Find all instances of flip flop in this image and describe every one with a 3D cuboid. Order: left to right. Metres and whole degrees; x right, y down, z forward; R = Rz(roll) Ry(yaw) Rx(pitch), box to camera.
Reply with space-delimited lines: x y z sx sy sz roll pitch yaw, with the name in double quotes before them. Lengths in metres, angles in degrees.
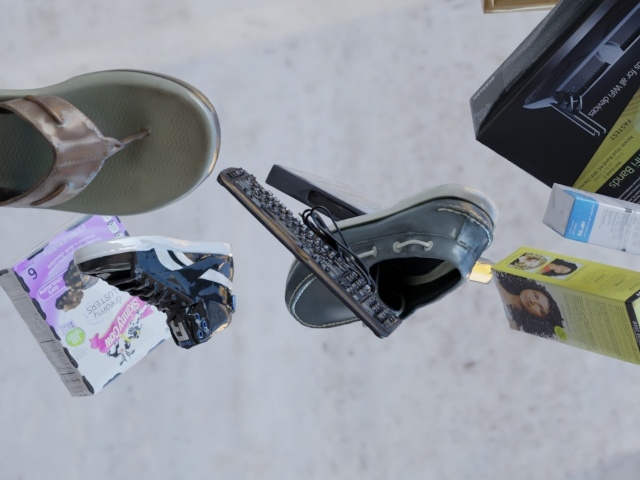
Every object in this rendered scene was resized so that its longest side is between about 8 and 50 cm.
"flip flop" -0.210 -0.068 1.356 0.080 0.277 0.112 -88 -177 -70

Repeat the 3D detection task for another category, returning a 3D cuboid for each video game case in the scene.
"video game case" 0.086 -0.020 2.506 0.248 0.275 0.035 29 -84 22

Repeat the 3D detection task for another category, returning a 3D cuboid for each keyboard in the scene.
"keyboard" 0.000 0.000 1.565 0.192 0.038 0.100 45 9 3

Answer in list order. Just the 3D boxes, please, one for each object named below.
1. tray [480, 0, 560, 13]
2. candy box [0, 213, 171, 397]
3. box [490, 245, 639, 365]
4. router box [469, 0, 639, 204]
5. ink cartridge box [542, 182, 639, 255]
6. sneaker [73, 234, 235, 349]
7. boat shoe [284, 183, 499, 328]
"tray" 0.303 -0.447 2.278 0.411 0.203 0.076 89 -4 -53
"candy box" -0.294 0.076 2.425 0.070 0.165 0.196 -13 -69 58
"box" 0.288 0.070 2.062 0.232 0.058 0.087 12 -51 54
"router box" 0.336 -0.162 1.850 0.309 0.243 0.081 -47 -156 27
"ink cartridge box" 0.189 -0.010 1.199 0.048 0.083 0.028 -128 -128 -74
"sneaker" -0.172 0.060 2.090 0.079 0.217 0.121 -18 -103 44
"boat shoe" 0.060 0.039 2.046 0.319 0.116 0.099 -28 -146 44
